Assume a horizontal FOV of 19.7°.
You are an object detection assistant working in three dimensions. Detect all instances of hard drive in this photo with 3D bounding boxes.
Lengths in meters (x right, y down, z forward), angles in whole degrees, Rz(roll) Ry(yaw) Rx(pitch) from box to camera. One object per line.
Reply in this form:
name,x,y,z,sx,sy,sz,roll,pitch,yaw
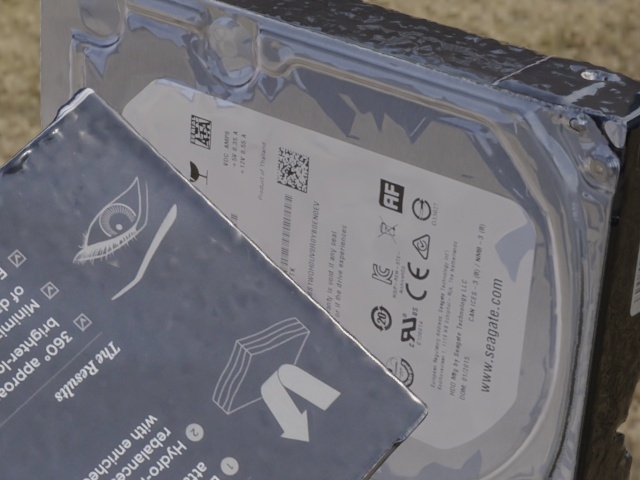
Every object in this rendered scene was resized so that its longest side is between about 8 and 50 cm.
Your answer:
hard drive,0.000,0.000,0.898,0.339,0.237,0.064,22,30,33

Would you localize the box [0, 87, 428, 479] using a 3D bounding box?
box,-0.080,0.066,0.598,0.158,0.093,0.156,43,60,4
